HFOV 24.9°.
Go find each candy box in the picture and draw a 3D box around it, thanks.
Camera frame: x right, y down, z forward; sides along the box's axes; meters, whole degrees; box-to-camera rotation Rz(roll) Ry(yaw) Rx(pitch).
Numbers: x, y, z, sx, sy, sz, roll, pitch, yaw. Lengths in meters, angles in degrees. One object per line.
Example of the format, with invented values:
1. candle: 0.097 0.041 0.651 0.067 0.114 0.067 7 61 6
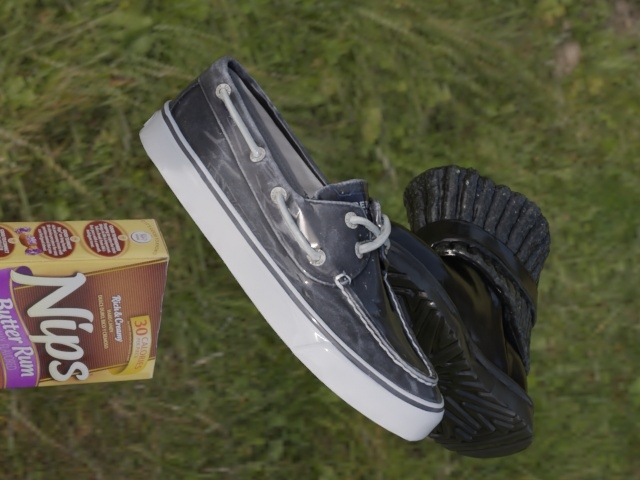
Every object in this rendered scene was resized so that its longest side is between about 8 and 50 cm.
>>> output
1. candy box: -0.201 0.044 0.973 0.187 0.053 0.109 -3 126 -20

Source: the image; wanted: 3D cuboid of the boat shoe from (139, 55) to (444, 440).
1. boat shoe: 0.000 0.000 1.011 0.301 0.102 0.108 52 16 15

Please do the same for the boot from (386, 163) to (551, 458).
1. boot: 0.104 0.018 1.348 0.348 0.131 0.260 51 40 -43
